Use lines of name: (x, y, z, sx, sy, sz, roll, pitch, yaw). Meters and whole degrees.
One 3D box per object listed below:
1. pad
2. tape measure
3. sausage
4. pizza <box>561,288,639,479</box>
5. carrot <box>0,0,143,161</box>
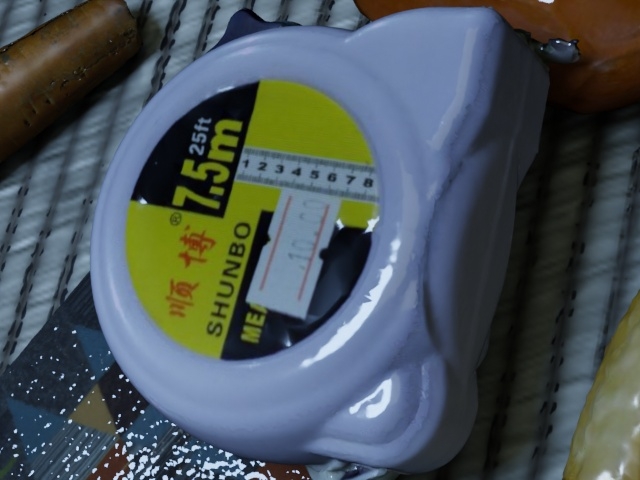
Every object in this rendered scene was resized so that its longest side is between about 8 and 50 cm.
pad: (-0.070, 0.115, 0.562, 0.211, 0.003, 0.143, 37, 84, 24)
tape measure: (-0.002, -0.003, 0.527, 0.178, 0.105, 0.196, 15, 85, 29)
sausage: (0.080, -0.111, 0.556, 0.179, 0.089, 0.089, 27, 80, 27)
pizza: (0.208, 0.142, 0.419, 0.277, 0.114, 0.409, 3, 74, 23)
carrot: (-0.161, -0.068, 0.633, 0.161, 0.055, 0.055, -32, 65, -5)
